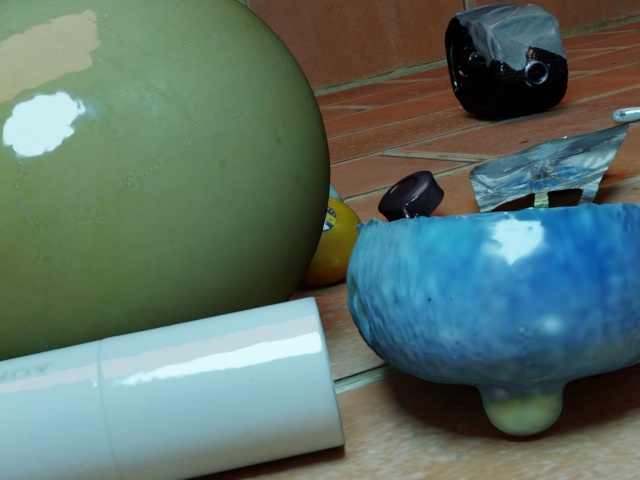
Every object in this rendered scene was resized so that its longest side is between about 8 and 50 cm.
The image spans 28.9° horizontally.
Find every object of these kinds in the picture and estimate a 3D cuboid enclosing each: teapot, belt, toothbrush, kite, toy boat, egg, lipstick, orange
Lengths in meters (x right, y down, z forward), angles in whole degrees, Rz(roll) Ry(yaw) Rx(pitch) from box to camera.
[{"bbox_3d":[0.097,-0.036,1.289,0.068,0.045,0.100,-32,22,21],"label":"teapot"},{"bbox_3d":[0.317,-0.299,2.058,0.164,0.184,0.289,-8,16,-10],"label":"belt"},{"bbox_3d":[0.527,-0.186,1.676,0.263,0.022,0.026,-8,-1,17],"label":"toothbrush"},{"bbox_3d":[0.200,-0.042,1.187,0.169,0.015,0.310,-12,19,24],"label":"kite"},{"bbox_3d":[0.125,0.041,0.766,0.215,0.123,0.330,-3,0,4],"label":"toy boat"},{"bbox_3d":[-0.154,-0.035,0.863,0.301,0.301,0.374,-5,23,30],"label":"egg"},{"bbox_3d":[-0.154,0.106,0.695,0.326,0.087,0.087,-12,11,-1],"label":"lipstick"},{"bbox_3d":[0.000,0.000,1.104,0.083,0.084,0.083,-11,11,2],"label":"orange"}]

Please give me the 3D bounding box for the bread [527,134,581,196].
[{"bbox_3d":[0.264,-0.084,1.338,0.072,0.053,0.106,-7,16,39],"label":"bread"}]

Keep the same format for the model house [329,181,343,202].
[{"bbox_3d":[-0.183,-0.060,1.409,0.325,0.194,0.267,-35,42,-1],"label":"model house"}]
